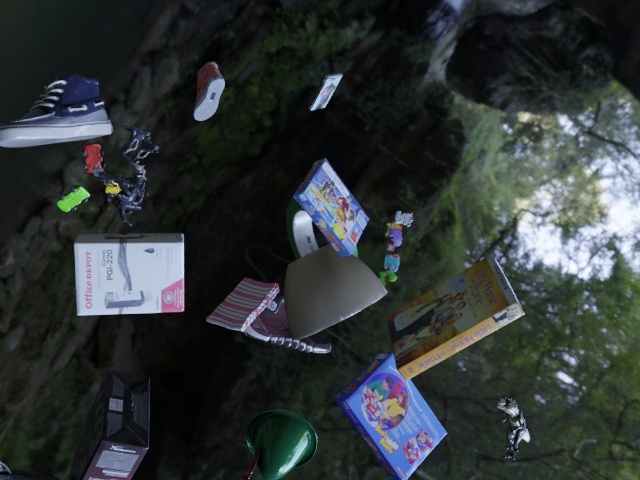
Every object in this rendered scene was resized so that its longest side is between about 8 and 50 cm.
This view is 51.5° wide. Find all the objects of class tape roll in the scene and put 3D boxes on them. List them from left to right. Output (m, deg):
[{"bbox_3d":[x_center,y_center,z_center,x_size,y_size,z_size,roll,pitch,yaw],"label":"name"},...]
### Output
[{"bbox_3d":[0.000,0.000,2.143,0.077,0.321,0.321,-22,178,-26],"label":"tape roll"}]

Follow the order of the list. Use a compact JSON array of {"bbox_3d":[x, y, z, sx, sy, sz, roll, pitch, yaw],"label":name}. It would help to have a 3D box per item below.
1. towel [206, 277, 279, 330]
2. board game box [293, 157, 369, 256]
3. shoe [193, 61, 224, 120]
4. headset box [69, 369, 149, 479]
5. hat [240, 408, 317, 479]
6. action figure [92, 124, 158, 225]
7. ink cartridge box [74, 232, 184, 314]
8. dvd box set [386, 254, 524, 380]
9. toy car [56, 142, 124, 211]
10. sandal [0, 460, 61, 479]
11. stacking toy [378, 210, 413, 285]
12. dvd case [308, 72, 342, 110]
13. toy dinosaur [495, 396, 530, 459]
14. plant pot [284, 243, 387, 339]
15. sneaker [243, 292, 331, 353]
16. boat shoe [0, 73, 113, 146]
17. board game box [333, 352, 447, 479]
[{"bbox_3d":[-0.227,0.182,1.940,0.144,0.029,0.197,7,-140,35],"label":"towel"},{"bbox_3d":[0.031,-0.079,1.590,0.035,0.201,0.136,-16,-148,40],"label":"board game box"},{"bbox_3d":[-0.334,-0.438,1.949,0.178,0.064,0.081,-52,-129,45],"label":"shoe"},{"bbox_3d":[-0.512,0.494,1.592,0.293,0.110,0.218,-59,-153,25],"label":"headset box"},{"bbox_3d":[-0.113,0.522,1.516,0.183,0.173,0.208,-67,179,-63],"label":"hat"},{"bbox_3d":[-0.576,-0.189,1.960,0.164,0.141,0.275,54,48,-73],"label":"action figure"},{"bbox_3d":[-0.397,0.068,1.389,0.092,0.218,0.158,-133,-136,-73],"label":"ink cartridge box"},{"bbox_3d":[0.415,0.240,2.122,0.420,0.062,0.307,-33,-157,15],"label":"dvd box set"},{"bbox_3d":[-0.717,-0.176,2.052,0.225,0.239,0.053,-35,-135,-1],"label":"toy car"},{"bbox_3d":[-0.897,0.592,1.750,0.168,0.446,0.107,0,-110,42],"label":"sandal"},{"bbox_3d":[0.219,0.030,1.967,0.167,0.052,0.221,112,-11,-77],"label":"stacking toy"},{"bbox_3d":[0.014,-0.442,1.974,0.087,0.013,0.119,-28,154,-55],"label":"dvd case"},{"bbox_3d":[0.525,0.523,1.789,0.064,0.268,0.118,5,-125,35],"label":"toy dinosaur"},{"bbox_3d":[0.013,0.120,1.806,0.284,0.190,0.284,-27,178,-1],"label":"plant pot"},{"bbox_3d":[-0.084,0.246,2.034,0.106,0.281,0.162,171,-66,-74],"label":"sneaker"},{"bbox_3d":[-0.658,-0.319,1.612,0.127,0.158,0.340,-8,-171,23],"label":"boat shoe"},{"bbox_3d":[0.233,0.577,2.177,0.233,0.347,0.078,-39,-169,-27],"label":"board game box"}]
